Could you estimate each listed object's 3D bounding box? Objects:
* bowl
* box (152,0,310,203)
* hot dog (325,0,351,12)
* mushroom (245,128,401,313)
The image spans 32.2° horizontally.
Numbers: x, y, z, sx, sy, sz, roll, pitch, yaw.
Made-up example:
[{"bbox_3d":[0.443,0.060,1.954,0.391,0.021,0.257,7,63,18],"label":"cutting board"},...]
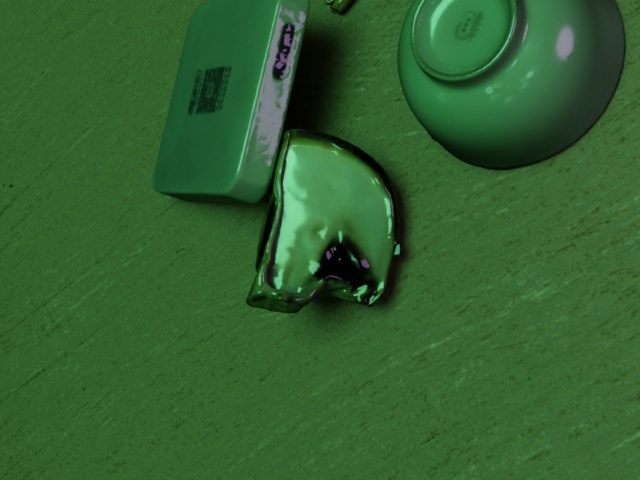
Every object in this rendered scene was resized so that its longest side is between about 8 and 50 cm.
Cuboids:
[{"bbox_3d":[0.253,-0.296,1.660,0.354,0.185,0.354,-8,75,34],"label":"bowl"},{"bbox_3d":[-0.160,-0.248,1.930,0.373,0.090,0.367,7,82,61],"label":"box"},{"bbox_3d":[0.055,-0.452,1.925,0.056,0.041,0.133,48,115,32],"label":"hot dog"},{"bbox_3d":[0.009,-0.003,1.812,0.212,0.217,0.292,123,159,-67],"label":"mushroom"}]
